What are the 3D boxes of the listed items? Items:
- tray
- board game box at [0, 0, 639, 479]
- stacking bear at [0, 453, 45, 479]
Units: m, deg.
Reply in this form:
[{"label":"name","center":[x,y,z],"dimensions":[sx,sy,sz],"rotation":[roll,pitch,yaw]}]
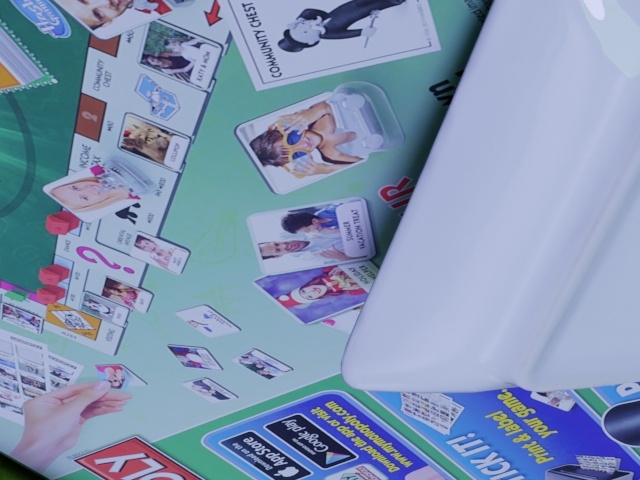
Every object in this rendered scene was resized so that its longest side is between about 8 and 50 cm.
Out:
[{"label":"tray","center":[0.147,-0.015,0.441],"dimensions":[0.270,0.030,0.145],"rotation":[-4,140,-24]},{"label":"board game box","center":[0.000,0.000,0.482],"dimensions":[0.213,0.046,0.317],"rotation":[-20,146,20]},{"label":"stacking bear","center":[-0.109,0.135,0.553],"dimensions":[0.175,0.164,0.289],"rotation":[-42,140,16]}]
